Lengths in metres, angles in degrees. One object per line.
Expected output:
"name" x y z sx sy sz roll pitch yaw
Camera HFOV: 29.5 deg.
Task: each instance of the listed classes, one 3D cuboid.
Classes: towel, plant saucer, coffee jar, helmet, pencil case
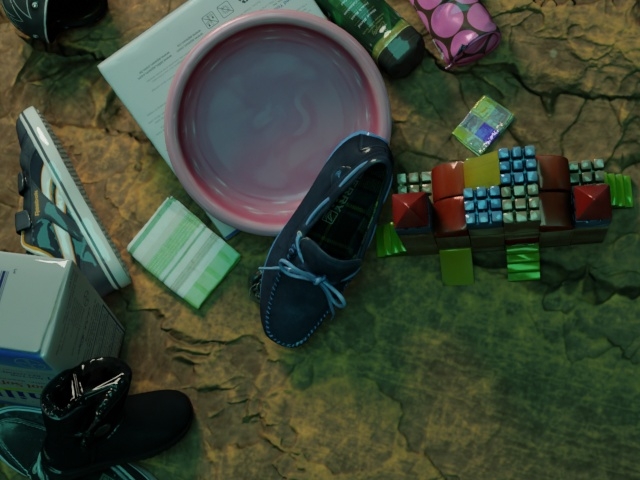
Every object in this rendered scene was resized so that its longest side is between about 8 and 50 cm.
"towel" -0.211 0.019 1.879 0.152 0.023 0.113 39 91 11
"plant saucer" -0.064 -0.174 1.793 0.332 0.084 0.332 -1 102 -6
"towel" 0.246 -0.176 1.841 0.060 0.009 0.083 41 89 12
"coffee jar" 0.077 -0.330 1.850 0.079 0.096 0.184 -45 76 3
"helmet" -0.425 -0.400 1.910 0.161 0.169 0.169 -21 77 -11
"pencil case" 0.182 -0.365 1.845 0.098 0.095 0.209 -36 74 23

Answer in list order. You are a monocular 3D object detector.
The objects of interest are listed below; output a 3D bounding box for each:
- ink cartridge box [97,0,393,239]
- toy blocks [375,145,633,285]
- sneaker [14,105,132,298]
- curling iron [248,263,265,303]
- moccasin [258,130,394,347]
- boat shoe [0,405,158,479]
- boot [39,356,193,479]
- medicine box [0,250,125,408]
"ink cartridge box" -0.111 -0.225 1.852 0.324 0.071 0.330 -34 106 2
"toy blocks" 0.252 -0.053 1.691 0.381 0.261 0.191 -4 80 8
"sneaker" -0.416 -0.048 1.867 0.127 0.126 0.321 -28 79 -2
"curling iron" 0.000 0.000 1.842 0.274 0.035 0.068 -44 98 -5
"moccasin" 0.000 0.006 1.739 0.137 0.117 0.342 16 106 -16
"boat shoe" -0.379 0.333 1.809 0.301 0.102 0.108 28 86 12
"boot" -0.279 0.236 1.714 0.246 0.207 0.094 -18 61 -27
"medicine box" -0.456 0.131 1.752 0.263 0.289 0.149 6 66 10
